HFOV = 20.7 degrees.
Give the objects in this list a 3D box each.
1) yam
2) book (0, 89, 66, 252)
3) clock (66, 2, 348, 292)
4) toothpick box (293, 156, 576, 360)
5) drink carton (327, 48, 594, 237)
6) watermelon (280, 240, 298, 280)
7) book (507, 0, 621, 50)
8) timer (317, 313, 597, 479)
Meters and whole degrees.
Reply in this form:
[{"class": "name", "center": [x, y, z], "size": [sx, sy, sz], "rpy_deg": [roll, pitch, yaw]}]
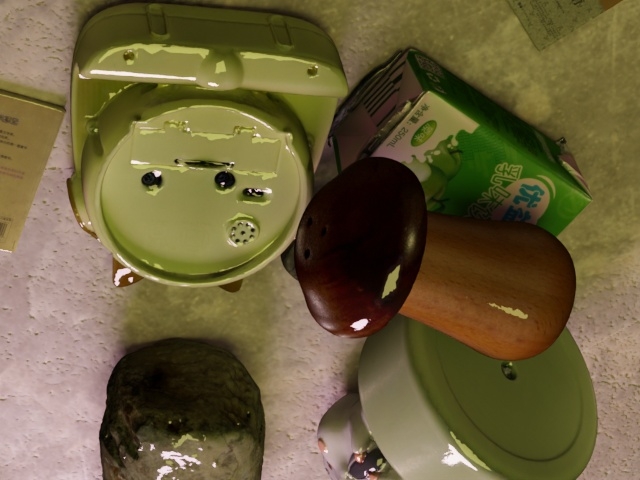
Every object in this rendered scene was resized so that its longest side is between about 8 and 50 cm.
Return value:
[{"class": "yam", "center": [-0.164, 0.276, 2.082], "size": [0.195, 0.195, 0.300], "rpy_deg": [-4, 125, -9]}, {"class": "book", "center": [-0.384, -0.083, 1.902], "size": [0.168, 0.013, 0.192], "rpy_deg": [15, 119, -20]}, {"class": "clock", "center": [-0.132, -0.079, 1.894], "size": [0.286, 0.117, 0.348], "rpy_deg": [3, 122, -13]}, {"class": "toothpick box", "center": [0.116, 0.029, 1.852], "size": [0.294, 0.192, 0.192], "rpy_deg": [17, 118, -27]}, {"class": "drink carton", "center": [0.154, -0.083, 1.956], "size": [0.271, 0.108, 0.161], "rpy_deg": [31, 115, -28]}, {"class": "watermelon", "center": [0.000, 0.000, 1.999], "size": [0.078, 0.078, 0.111], "rpy_deg": [22, 115, -24]}, {"class": "book", "center": [0.283, -0.293, 1.901], "size": [0.172, 0.012, 0.118], "rpy_deg": [-32, 124, 10]}, {"class": "timer", "center": [0.120, 0.216, 2.084], "size": [0.291, 0.291, 0.315], "rpy_deg": [29, 135, -27]}]
